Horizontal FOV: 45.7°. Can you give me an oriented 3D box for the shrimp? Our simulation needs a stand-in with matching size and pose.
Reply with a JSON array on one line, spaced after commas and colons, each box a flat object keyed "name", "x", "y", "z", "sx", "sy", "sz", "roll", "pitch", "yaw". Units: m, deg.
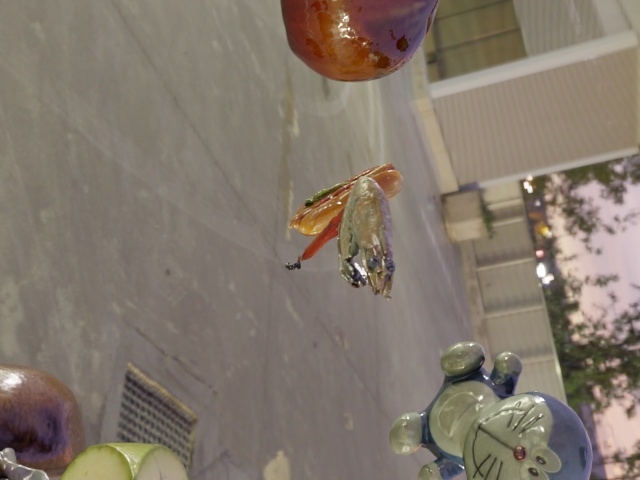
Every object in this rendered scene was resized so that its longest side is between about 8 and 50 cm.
[{"name": "shrimp", "x": 0.051, "y": 0.010, "z": 0.916, "sx": 0.223, "sy": 0.048, "sz": 0.126, "roll": -97, "pitch": -154, "yaw": -55}]

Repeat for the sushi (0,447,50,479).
[{"name": "sushi", "x": -0.403, "y": 0.267, "z": 0.564, "sx": 0.294, "sy": 0.281, "sz": 0.299, "roll": 49, "pitch": 42, "yaw": -64}]

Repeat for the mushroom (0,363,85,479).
[{"name": "mushroom", "x": -0.528, "y": 0.314, "z": 1.147, "sx": 0.345, "sy": 0.346, "sz": 0.259, "roll": 47, "pitch": 49, "yaw": -64}]

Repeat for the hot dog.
[{"name": "hot dog", "x": 0.044, "y": -0.074, "z": 1.408, "sx": 0.092, "sy": 0.236, "sz": 0.062, "roll": 46, "pitch": -18, "yaw": 58}]

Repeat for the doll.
[{"name": "doll", "x": 0.242, "y": 0.275, "z": 1.044, "sx": 0.154, "sy": 0.228, "sz": 0.258, "roll": 41, "pitch": -6, "yaw": -31}]

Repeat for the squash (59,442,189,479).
[{"name": "squash", "x": -0.204, "y": 0.325, "z": 1.011, "sx": 0.252, "sy": 0.169, "sz": 0.093, "roll": 25, "pitch": 51, "yaw": -47}]

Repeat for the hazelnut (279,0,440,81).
[{"name": "hazelnut", "x": 0.057, "y": -0.335, "z": 0.994, "sx": 0.251, "sy": 0.217, "sz": 0.217, "roll": -66, "pitch": 149, "yaw": -27}]

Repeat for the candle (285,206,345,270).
[{"name": "candle", "x": 0.000, "y": 0.001, "z": 1.100, "sx": 0.026, "sy": 0.167, "sz": 0.021, "roll": 42, "pitch": 38, "yaw": -4}]
